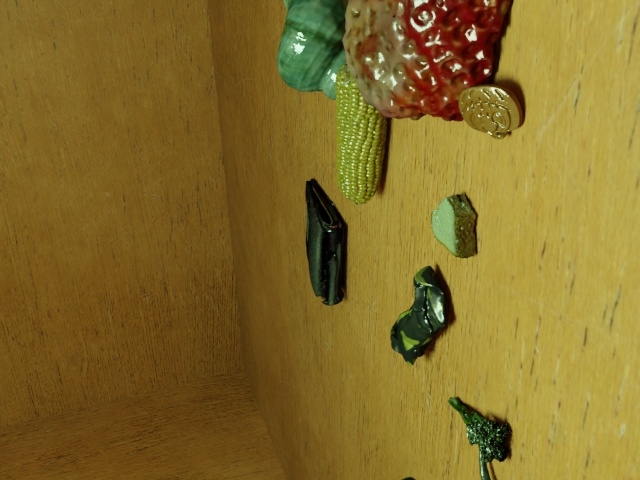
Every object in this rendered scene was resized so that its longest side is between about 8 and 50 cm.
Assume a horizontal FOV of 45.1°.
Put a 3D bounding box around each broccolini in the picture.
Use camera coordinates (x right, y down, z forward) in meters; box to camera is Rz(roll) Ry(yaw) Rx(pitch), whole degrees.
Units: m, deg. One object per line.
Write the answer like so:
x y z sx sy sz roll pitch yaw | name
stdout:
0.239 0.299 1.248 0.201 0.058 0.074 -165 72 -72 | broccolini

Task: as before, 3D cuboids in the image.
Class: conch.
0.000 -0.375 1.440 0.277 0.195 0.220 55 -167 2 | conch

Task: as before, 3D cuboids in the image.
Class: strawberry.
0.129 -0.305 1.043 0.336 0.149 0.265 121 137 -67 | strawberry

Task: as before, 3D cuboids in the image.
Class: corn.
0.076 -0.198 1.413 0.106 0.106 0.293 -118 21 -47 | corn

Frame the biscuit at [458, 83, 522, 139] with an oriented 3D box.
0.219 -0.164 0.993 0.091 0.015 0.078 4 127 51 | biscuit

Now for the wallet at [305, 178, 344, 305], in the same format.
0.000 0.000 1.887 0.262 0.071 0.221 -112 17 -56 | wallet

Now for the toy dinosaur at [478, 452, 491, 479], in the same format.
0.305 0.396 1.163 0.187 0.087 0.179 -36 29 57 | toy dinosaur

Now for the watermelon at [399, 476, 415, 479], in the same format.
0.170 0.568 1.657 0.181 0.075 0.092 112 140 -61 | watermelon

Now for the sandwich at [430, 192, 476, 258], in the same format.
0.202 -0.031 1.184 0.105 0.035 0.093 -132 33 -64 | sandwich

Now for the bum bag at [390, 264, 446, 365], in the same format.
0.173 0.143 1.367 0.233 0.060 0.107 105 159 -54 | bum bag
